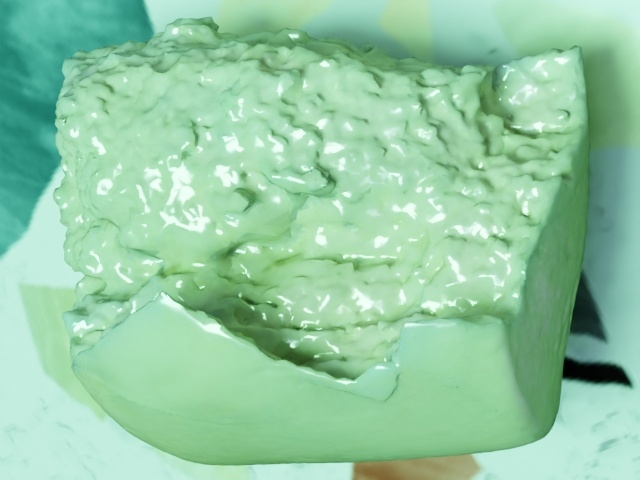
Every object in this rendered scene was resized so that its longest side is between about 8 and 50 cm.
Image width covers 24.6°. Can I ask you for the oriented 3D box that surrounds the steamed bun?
[{"bbox_3d":[0.000,0.000,0.603,0.225,0.170,0.200,-7,100,27],"label":"steamed bun"}]
